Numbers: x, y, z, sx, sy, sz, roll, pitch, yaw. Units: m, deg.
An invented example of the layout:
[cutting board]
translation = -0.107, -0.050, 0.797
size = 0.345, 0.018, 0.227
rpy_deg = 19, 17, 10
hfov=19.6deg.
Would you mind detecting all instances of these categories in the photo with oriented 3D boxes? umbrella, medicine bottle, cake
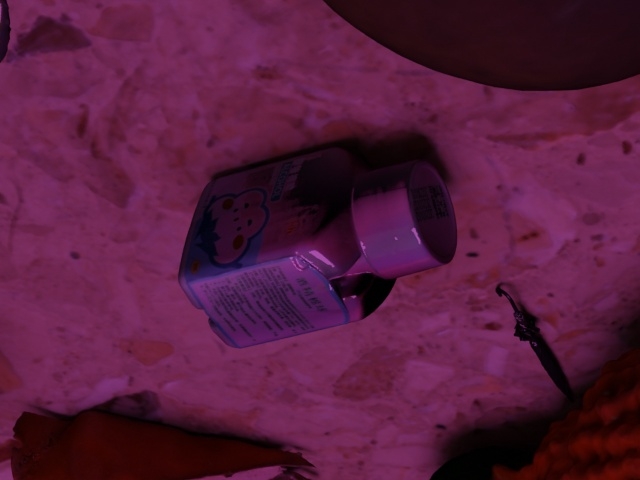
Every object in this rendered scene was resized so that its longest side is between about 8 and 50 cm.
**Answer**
[umbrella]
translation = 0.177, 0.088, 1.493
size = 0.022, 0.022, 0.149
rpy_deg = 29, 161, 54
[medicine bottle]
translation = 0.000, 0.000, 1.369
size = 0.188, 0.119, 0.094
rpy_deg = -14, 131, 26
[cake]
translation = -0.135, 0.226, 1.652
size = 0.287, 0.135, 0.098
rpy_deg = 6, 123, -5

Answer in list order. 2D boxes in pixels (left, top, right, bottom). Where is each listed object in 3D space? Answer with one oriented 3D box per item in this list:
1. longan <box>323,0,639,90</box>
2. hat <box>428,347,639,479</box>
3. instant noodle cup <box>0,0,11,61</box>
[longan]
translation = 0.112, -0.229, 0.996
size = 0.319, 0.319, 0.319
rpy_deg = 7, 136, 7
[hat]
translation = 0.252, 0.247, 1.469
size = 0.285, 0.285, 0.400
rpy_deg = 36, 136, -22
[instant noodle cup]
translation = -0.286, -0.190, 1.139
size = 0.217, 0.207, 0.217
rpy_deg = -9, 134, -9
